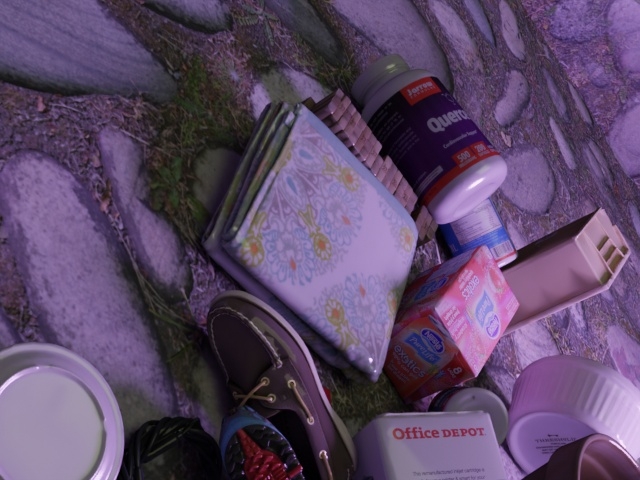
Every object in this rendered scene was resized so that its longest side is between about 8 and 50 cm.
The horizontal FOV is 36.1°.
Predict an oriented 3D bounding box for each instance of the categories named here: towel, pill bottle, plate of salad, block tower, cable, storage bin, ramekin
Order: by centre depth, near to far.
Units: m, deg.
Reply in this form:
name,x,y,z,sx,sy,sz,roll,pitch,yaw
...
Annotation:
name,x,y,z,sx,sy,sz,roll,pitch,yaw
plate of salad,-0.301,0.208,1.049,0.199,0.048,0.200,21,58,-37
cable,-0.180,0.287,1.171,0.150,0.047,0.185,40,41,-23
towel,0.000,0.000,1.557,0.374,0.090,0.321,43,49,-27
pill bottle,0.233,0.293,1.615,0.108,0.108,0.180,65,-9,4
block tower,0.079,-0.118,1.784,0.335,0.097,0.091,51,33,-14
ramekin,0.471,0.357,1.836,0.273,0.272,0.127,53,45,-13
pill bottle,0.201,-0.202,1.899,0.323,0.181,0.181,54,30,15
pill bottle,0.304,-0.039,2.013,0.124,0.124,0.222,-19,82,-58
storage bin,0.488,0.061,2.068,0.123,0.262,0.260,59,32,0

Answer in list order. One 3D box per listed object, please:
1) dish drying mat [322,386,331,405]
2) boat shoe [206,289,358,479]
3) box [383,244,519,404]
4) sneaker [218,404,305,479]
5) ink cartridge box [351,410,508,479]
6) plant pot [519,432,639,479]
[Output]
name,x,y,z,sx,sy,sz,roll,pitch,yaw
dish drying mat,0.005,0.259,1.478,0.032,0.008,0.083,32,42,-40
boat shoe,-0.060,0.218,1.322,0.324,0.116,0.097,61,29,-13
box,0.224,0.141,1.738,0.142,0.154,0.300,58,31,-5
sneaker,-0.055,0.318,1.255,0.125,0.104,0.262,-136,-154,-66
ink cartridge box,0.164,0.386,1.367,0.197,0.114,0.273,3,59,-26
plant pot,0.371,0.501,1.557,0.323,0.280,0.323,34,42,-38
